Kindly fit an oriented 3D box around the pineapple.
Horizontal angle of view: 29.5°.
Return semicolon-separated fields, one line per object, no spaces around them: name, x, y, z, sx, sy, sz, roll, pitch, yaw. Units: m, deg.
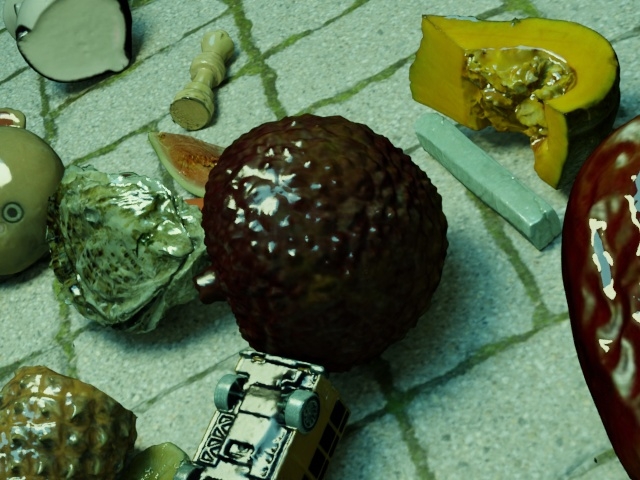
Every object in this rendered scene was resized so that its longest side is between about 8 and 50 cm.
pineapple;-0.294;0.266;1.187;0.158;0.158;0.278;7;62;38

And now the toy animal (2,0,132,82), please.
toy animal;-0.387;-0.353;1.850;0.187;0.165;0.235;-46;41;12

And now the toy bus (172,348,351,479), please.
toy bus;-0.058;0.212;1.090;0.098;0.114;0.201;9;61;29

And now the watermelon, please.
watermelon;-0.139;-0.086;1.497;0.163;0.087;0.069;18;92;45

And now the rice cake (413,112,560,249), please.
rice cake;0.170;-0.070;1.288;0.042;0.045;0.245;-36;39;-3

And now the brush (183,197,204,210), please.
brush;-0.125;-0.012;1.428;0.323;0.051;0.070;-4;41;35

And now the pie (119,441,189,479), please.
pie;-0.167;0.239;1.221;0.084;0.020;0.084;-19;40;16

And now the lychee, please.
lychee;0.000;0.000;1.176;0.261;0.260;0.260;-18;42;17

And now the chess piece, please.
chess piece;-0.156;-0.227;1.659;0.060;0.060;0.172;-10;43;26

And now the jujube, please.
jujube;0.296;0.049;0.954;0.223;0.223;0.318;-14;54;22

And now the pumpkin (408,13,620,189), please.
pumpkin;0.213;-0.166;1.272;0.126;0.131;0.248;-36;54;-19

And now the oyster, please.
oyster;-0.212;0.012;1.369;0.112;0.198;0.268;-16;37;-43

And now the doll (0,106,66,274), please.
doll;-0.470;-0.011;1.572;0.330;0.174;0.235;-35;70;2

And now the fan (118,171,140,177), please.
fan;-0.262;-0.048;1.585;0.085;0.005;0.133;-36;39;-5
